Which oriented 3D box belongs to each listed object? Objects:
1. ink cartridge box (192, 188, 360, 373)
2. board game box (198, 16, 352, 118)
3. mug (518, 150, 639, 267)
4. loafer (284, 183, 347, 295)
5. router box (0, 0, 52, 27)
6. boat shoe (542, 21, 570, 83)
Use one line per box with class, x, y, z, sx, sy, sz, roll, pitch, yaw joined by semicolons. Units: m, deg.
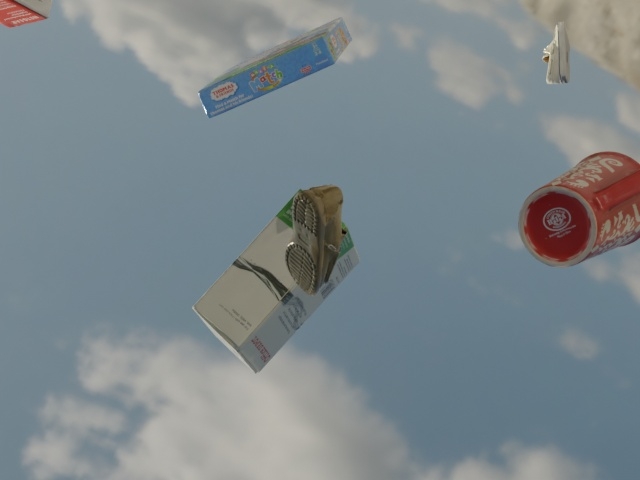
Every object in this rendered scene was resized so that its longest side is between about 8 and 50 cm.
ink cartridge box;-0.054;0.056;1.791;0.087;0.208;0.153;39;171;17
board game box;-0.050;-0.209;1.665;0.211;0.160;0.039;-65;-49;-74
mug;0.303;-0.046;1.556;0.113;0.150;0.169;37;-152;20
loafer;0.000;0.000;1.415;0.050;0.148;0.056;-28;-120;-27
router box;-0.426;-0.467;1.645;0.082;0.335;0.301;-4;161;41
boat shoe;0.311;-0.248;1.849;0.035;0.035;0.100;53;-145;-52
